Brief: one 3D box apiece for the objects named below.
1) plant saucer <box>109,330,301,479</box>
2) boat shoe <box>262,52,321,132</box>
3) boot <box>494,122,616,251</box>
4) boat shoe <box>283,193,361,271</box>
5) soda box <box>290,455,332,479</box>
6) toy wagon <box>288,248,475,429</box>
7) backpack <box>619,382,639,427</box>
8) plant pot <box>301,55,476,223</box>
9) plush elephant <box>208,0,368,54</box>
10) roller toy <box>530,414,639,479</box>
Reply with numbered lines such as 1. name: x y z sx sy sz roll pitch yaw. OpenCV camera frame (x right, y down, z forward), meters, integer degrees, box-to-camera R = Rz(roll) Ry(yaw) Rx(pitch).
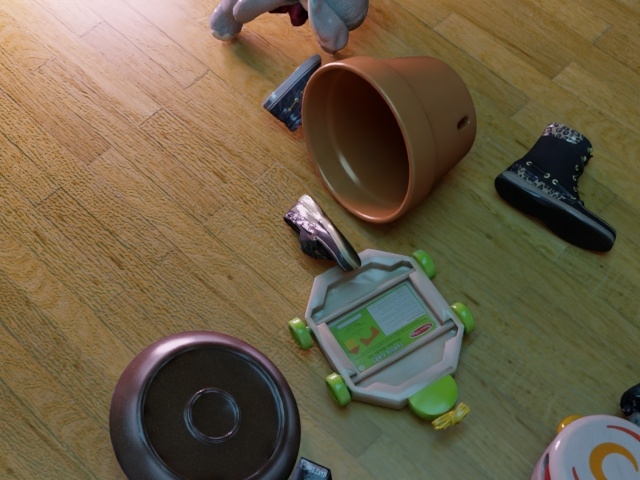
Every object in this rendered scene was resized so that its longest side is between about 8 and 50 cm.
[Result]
1. plant saucer: -0.171 0.278 1.724 0.311 0.050 0.310 9 61 -17
2. boat shoe: -0.034 -0.279 2.098 0.083 0.065 0.183 46 52 -8
3. boot: 0.452 -0.100 1.965 0.236 0.085 0.178 33 64 19
4. boat shoe: -0.001 -0.001 1.903 0.073 0.080 0.223 -39 38 2
5. soda box: -0.040 0.423 1.692 0.053 0.060 0.169 21 64 14
6. toy wagon: 0.122 0.175 1.826 0.267 0.068 0.344 -28 64 -13
7. backpack: 0.569 0.297 1.718 0.152 0.115 0.182 -27 63 0
8. plant pot: 0.133 -0.199 1.937 0.203 0.291 0.291 -26 62 -32
9. plush elephant: -0.013 -0.469 2.100 0.255 0.330 0.272 45 62 4
10. roller toy: 0.416 0.372 1.660 0.209 0.146 0.191 41 58 17
